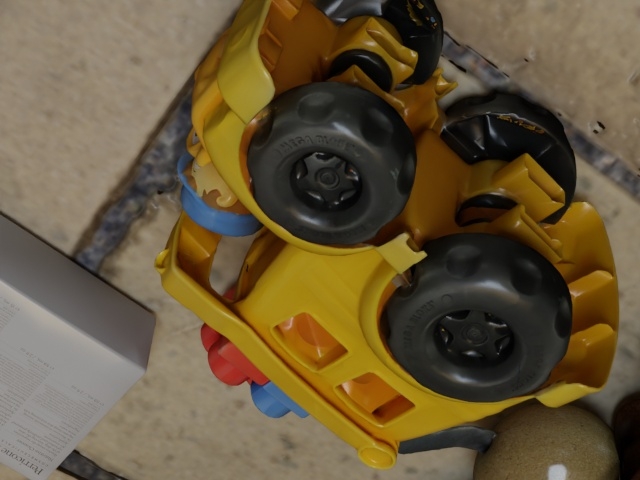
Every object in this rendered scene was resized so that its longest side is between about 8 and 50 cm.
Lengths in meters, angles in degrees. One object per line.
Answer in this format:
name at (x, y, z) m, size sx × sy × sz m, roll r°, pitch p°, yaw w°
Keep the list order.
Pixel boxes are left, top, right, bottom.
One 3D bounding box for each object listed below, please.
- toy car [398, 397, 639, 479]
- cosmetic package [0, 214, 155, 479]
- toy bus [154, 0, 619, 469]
toy car at (0.135, 0.143, 0.639) m, size 0.188 × 0.149 × 0.155 m, roll 0°, pitch 125°, yaw 11°
cosmetic package at (-0.209, 0.020, 0.595) m, size 0.239 × 0.060 × 0.099 m, roll 36°, pitch 110°, yaw -19°
toy bus at (0.000, 0.000, 0.558) m, size 0.211 × 0.149 × 0.220 m, roll -33°, pitch 114°, yaw 33°
